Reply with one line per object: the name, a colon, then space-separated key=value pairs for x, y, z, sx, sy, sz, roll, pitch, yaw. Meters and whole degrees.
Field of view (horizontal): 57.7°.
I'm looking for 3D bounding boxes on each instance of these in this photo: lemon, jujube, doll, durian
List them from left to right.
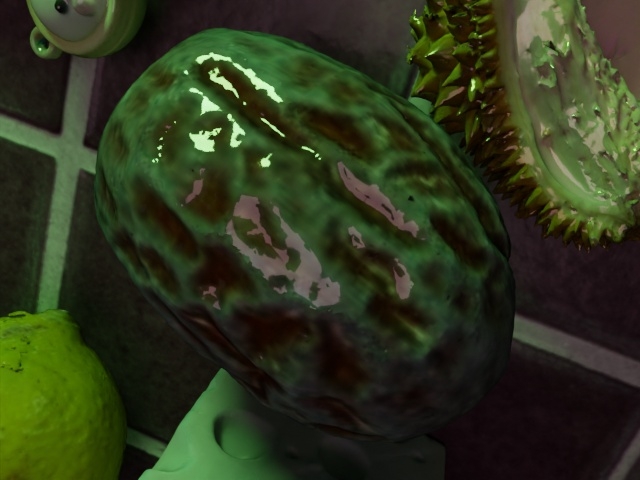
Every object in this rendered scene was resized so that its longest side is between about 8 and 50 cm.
lemon: x=-0.326 y=0.210 z=0.569 sx=0.258 sy=0.258 sz=0.310 roll=23 pitch=89 yaw=5
doll: x=-0.145 y=-0.244 z=0.441 sx=0.296 sy=0.117 sz=0.141 roll=-40 pitch=92 yaw=22
jujube: x=-0.006 y=0.007 z=0.424 sx=0.308 sy=0.246 sz=0.215 roll=38 pitch=70 yaw=11
durian: x=0.171 y=-0.101 z=0.409 sx=0.250 sy=0.183 sz=0.138 roll=48 pitch=149 yaw=-8

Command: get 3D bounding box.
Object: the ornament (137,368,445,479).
ornament: x=-0.049 y=0.287 z=0.528 sx=0.239 sy=0.240 sz=0.240 roll=26 pitch=112 yaw=4
